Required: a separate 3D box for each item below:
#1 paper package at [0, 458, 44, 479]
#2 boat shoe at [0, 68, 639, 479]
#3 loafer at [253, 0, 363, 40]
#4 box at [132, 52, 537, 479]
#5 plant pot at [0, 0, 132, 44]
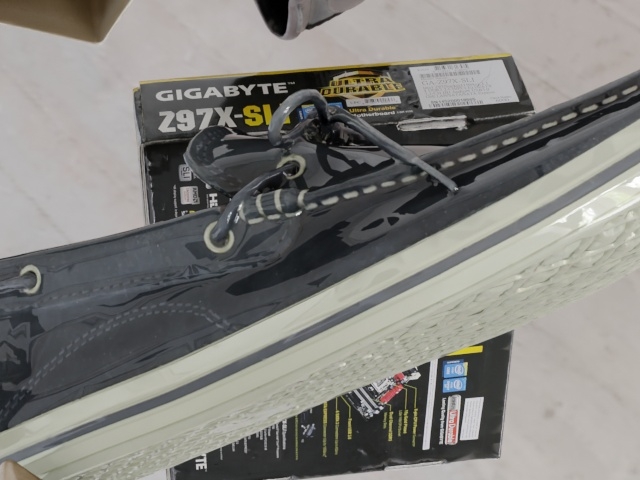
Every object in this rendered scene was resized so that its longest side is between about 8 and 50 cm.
[{"bbox_3d":[-0.138,0.308,0.636,0.325,0.168,0.309,-54,25,6],"label":"paper package"},{"bbox_3d":[0.000,0.000,0.817,0.500,0.187,0.156,-23,76,18],"label":"boat shoe"},{"bbox_3d":[-0.040,-0.203,0.970,0.095,0.302,0.109,-42,66,6],"label":"loafer"},{"bbox_3d":[0.007,0.032,1.096,0.257,0.322,0.079,-7,38,-8],"label":"box"},{"bbox_3d":[-0.218,-0.244,1.327,0.109,0.109,0.096,-43,44,51],"label":"plant pot"}]
